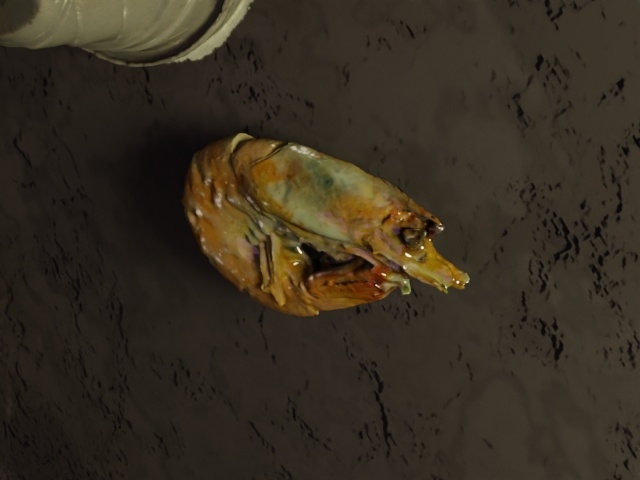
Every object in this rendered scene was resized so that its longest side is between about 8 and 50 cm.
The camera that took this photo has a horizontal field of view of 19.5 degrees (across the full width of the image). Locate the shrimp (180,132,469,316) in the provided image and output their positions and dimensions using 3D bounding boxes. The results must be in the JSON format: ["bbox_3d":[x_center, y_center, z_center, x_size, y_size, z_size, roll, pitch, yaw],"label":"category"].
[{"bbox_3d":[0.001,0.000,1.139,0.217,0.051,0.115,16,127,34],"label":"shrimp"}]

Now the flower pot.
[{"bbox_3d":[-0.155,-0.201,1.111,0.235,0.140,0.235,17,119,34],"label":"flower pot"}]
